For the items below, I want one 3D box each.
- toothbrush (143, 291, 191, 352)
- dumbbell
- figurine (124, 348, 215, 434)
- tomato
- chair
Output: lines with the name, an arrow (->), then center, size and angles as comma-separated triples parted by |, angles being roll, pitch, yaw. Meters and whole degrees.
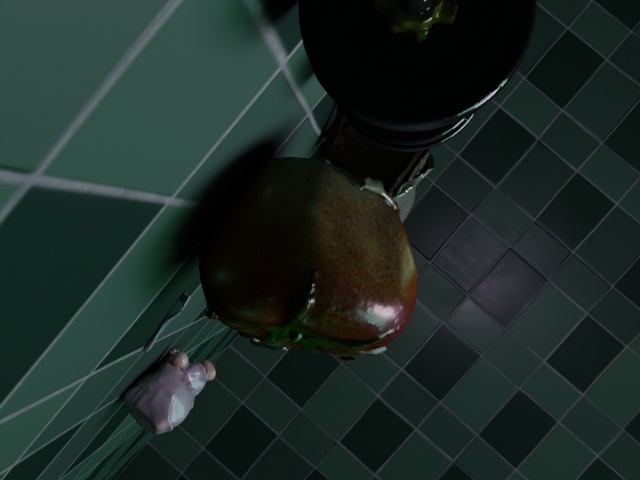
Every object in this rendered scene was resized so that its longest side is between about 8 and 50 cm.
toothbrush -> -0.271, 0.149, 1.071 | 0.162, 0.017, 0.014 | -51, 170, 26
dumbbell -> 0.087, -0.185, 0.584 | 0.185, 0.185, 0.388 | -50, 177, 7
figurine -> -0.337, 0.339, 1.384 | 0.200, 0.133, 0.276 | -54, 177, 16
tomato -> -0.012, 0.025, 0.834 | 0.303, 0.303, 0.239 | 123, -20, -67
chair -> 0.110, -0.150, 1.097 | 0.160, 0.186, 0.319 | -49, 170, -25
